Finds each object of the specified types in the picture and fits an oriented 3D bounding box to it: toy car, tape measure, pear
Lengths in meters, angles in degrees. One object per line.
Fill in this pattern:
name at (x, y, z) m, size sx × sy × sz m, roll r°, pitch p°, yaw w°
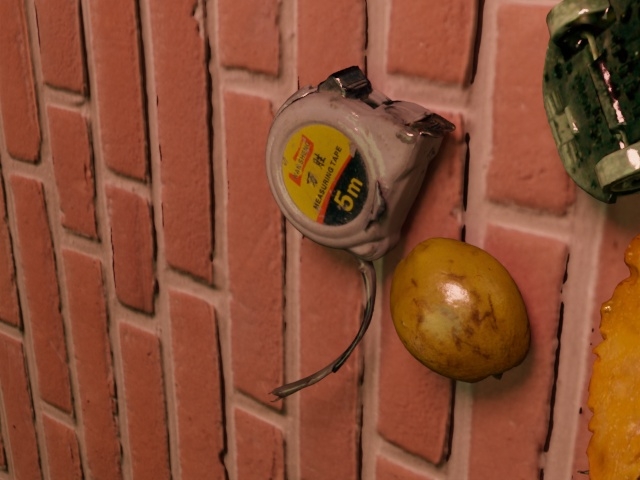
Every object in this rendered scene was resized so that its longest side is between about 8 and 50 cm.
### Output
toy car at (0.256, -0.130, 0.569) m, size 0.306 × 0.125 × 0.136 m, roll 134°, pitch 125°, yaw -63°
tape measure at (0.001, 0.000, 0.872) m, size 0.164 × 0.084 × 0.330 m, roll 40°, pitch 128°, yaw 24°
pear at (0.115, 0.060, 0.788) m, size 0.107 × 0.107 × 0.131 m, roll -38°, pitch 78°, yaw 43°

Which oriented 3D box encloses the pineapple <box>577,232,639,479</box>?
pineapple at (0.301, 0.030, 0.616) m, size 0.161 × 0.158 × 0.334 m, roll -107°, pitch 34°, yaw -51°
